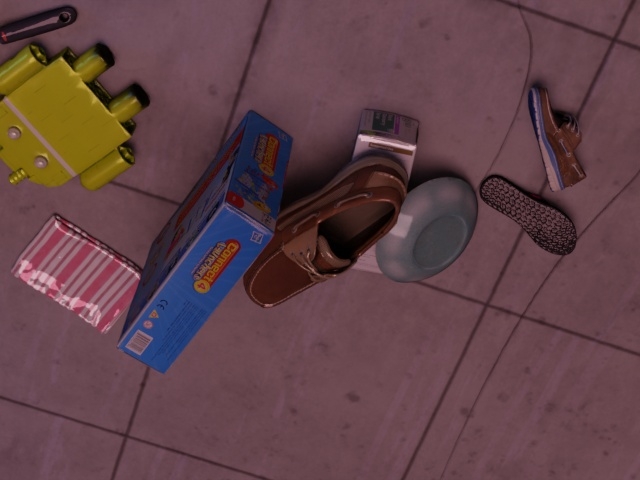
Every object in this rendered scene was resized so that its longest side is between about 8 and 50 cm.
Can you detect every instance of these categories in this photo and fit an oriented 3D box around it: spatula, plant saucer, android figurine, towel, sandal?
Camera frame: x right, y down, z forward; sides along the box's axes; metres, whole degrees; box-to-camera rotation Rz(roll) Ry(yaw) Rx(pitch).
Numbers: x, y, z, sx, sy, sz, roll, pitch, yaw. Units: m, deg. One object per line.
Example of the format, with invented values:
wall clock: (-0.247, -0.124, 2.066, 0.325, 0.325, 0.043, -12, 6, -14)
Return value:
spatula: (-0.509, -0.306, 2.027, 0.296, 0.030, 0.084, -13, 115, 12)
plant saucer: (0.176, -0.006, 2.076, 0.195, 0.037, 0.195, -20, 133, -23)
android figurine: (-0.407, -0.186, 2.077, 0.273, 0.056, 0.248, -31, 113, 19)
towel: (-0.404, 0.058, 2.233, 0.197, 0.029, 0.144, 34, 117, -14)
sandal: (0.333, -0.046, 2.104, 0.179, 0.040, 0.067, 37, 112, 1)

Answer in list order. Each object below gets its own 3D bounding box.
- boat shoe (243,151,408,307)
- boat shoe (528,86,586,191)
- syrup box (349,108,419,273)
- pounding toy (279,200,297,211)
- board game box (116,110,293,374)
boat shoe: (0.000, 0.000, 1.994, 0.123, 0.116, 0.324, 34, 119, -24)
boat shoe: (0.361, -0.161, 2.019, 0.066, 0.066, 0.183, -16, 128, 9)
syrup box: (0.083, -0.075, 2.072, 0.096, 0.093, 0.237, 11, 121, -1)
pounding toy: (-0.056, 0.007, 2.128, 0.141, 0.100, 0.130, -16, 118, 13)
board game box: (-0.171, -0.001, 2.018, 0.086, 0.302, 0.308, 32, 119, -14)
